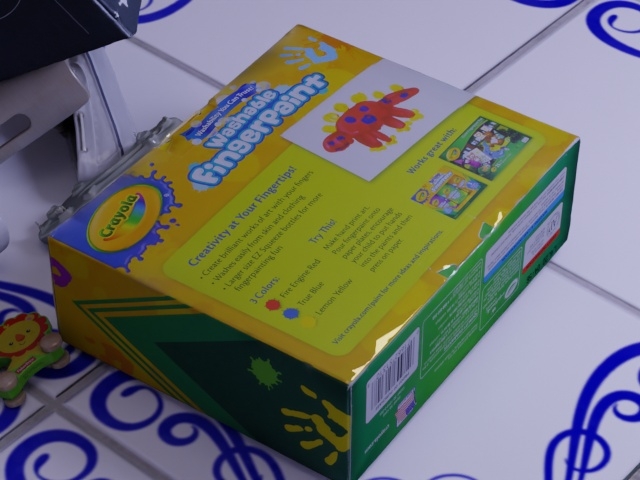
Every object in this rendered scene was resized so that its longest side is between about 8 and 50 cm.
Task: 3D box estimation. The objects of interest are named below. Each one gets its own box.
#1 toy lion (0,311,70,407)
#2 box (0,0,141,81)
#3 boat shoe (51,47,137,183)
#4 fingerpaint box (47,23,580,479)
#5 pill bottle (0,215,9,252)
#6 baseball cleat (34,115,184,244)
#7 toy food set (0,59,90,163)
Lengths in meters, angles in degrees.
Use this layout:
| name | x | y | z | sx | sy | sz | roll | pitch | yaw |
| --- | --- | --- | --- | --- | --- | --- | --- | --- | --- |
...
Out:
| name | x | y | z | sx | sy | sz | roll | pitch | yaw |
| --- | --- | --- | --- | --- | --- | --- | --- | --- | --- |
| toy lion | -0.312 | 0.116 | 1.980 | 0.096 | 0.034 | 0.100 | 24 | 56 | 41 |
| box | -0.428 | -0.332 | 2.110 | 0.395 | 0.293 | 0.212 | -14 | 51 | 28 |
| boat shoe | -0.284 | -0.157 | 2.251 | 0.088 | 0.096 | 0.267 | -10 | 51 | -19 |
| fingerpaint box | 0.000 | 0.000 | 2.017 | 0.371 | 0.163 | 0.445 | 24 | 47 | 24 |
| pill bottle | -0.410 | 0.027 | 2.034 | 0.094 | 0.094 | 0.169 | 25 | 47 | 25 |
| baseball cleat | -0.211 | -0.043 | 2.134 | 0.206 | 0.109 | 0.072 | -40 | 22 | -2 |
| toy food set | -0.384 | -0.207 | 2.266 | 0.219 | 0.092 | 0.306 | -33 | 44 | 12 |
